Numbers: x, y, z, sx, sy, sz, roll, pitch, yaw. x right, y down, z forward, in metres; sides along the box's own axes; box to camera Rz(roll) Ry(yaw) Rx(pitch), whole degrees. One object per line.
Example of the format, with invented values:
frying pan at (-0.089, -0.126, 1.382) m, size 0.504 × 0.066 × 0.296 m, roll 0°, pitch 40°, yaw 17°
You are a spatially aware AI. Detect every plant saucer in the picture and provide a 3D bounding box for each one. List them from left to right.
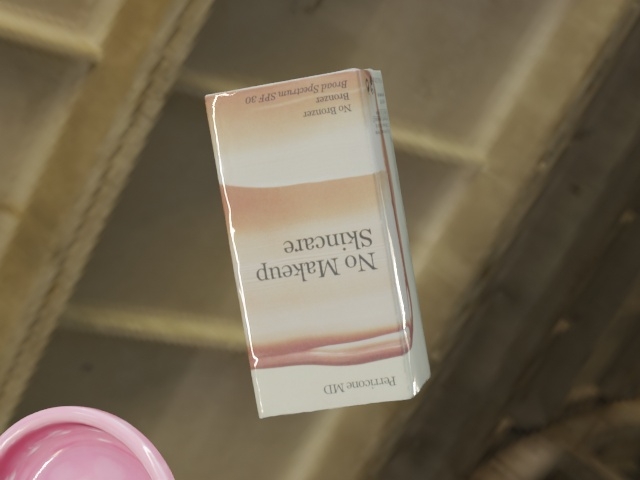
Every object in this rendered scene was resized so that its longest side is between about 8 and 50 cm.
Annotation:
plant saucer at (-0.305, 0.379, 2.095) m, size 0.332 × 0.332 × 0.084 m, roll -59°, pitch -24°, yaw 12°

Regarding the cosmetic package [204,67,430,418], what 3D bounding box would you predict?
cosmetic package at (0.000, 0.000, 1.484) m, size 0.129 × 0.153 × 0.296 m, roll -27°, pitch -73°, yaw -78°
